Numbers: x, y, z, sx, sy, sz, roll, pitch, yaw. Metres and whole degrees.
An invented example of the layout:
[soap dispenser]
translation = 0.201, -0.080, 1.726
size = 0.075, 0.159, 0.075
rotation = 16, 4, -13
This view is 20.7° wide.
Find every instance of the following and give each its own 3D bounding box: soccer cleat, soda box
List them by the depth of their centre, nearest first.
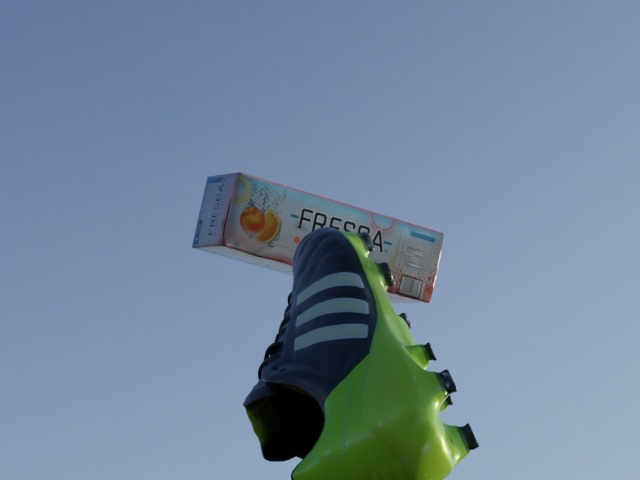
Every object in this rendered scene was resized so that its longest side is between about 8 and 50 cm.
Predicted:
[soccer cleat]
translation = 0.002, 0.045, 0.665
size = 0.072, 0.179, 0.060
rotation = -23, -66, -2
[soda box]
translation = 0.000, 0.000, 1.322
size = 0.183, 0.058, 0.063
rotation = 17, -9, -26
